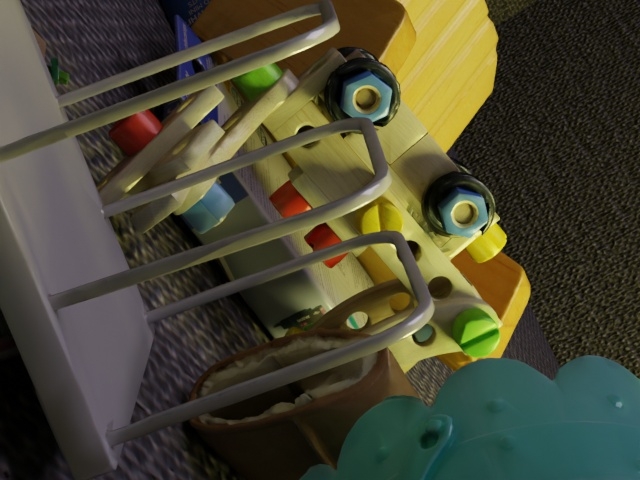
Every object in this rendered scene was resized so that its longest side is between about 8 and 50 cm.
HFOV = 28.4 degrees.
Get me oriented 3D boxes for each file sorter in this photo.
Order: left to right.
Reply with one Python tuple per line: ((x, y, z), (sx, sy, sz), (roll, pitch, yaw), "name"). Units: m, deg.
((-0.073, -0.074, 0.581), (0.193, 0.173, 0.278), (-98, 168, -76), "file sorter")

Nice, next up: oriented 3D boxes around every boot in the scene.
((0.086, 0.157, 0.748), (0.269, 0.236, 0.089), (56, 26, -30), "boot")

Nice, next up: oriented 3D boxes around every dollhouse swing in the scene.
((0.110, -0.126, 1.134), (0.315, 0.305, 0.347), (36, -18, 46), "dollhouse swing")

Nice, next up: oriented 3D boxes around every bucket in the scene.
((0.114, 0.216, 0.611), (0.281, 0.281, 0.183), (53, 14, -30), "bucket")

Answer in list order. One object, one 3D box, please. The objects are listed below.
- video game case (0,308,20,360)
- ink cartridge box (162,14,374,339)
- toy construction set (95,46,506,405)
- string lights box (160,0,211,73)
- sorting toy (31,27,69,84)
((-0.202, -0.037, 0.499), (0.212, 0.023, 0.193), (60, 12, 3), "video game case")
((-0.045, -0.016, 1.000), (0.311, 0.065, 0.186), (57, 11, -27), "ink cartridge box")
((0.000, 0.000, 0.843), (0.328, 0.215, 0.151), (47, 6, -31), "toy construction set")
((-0.098, -0.229, 1.263), (0.260, 0.077, 0.133), (64, 13, 22), "string lights box")
((-0.186, -0.122, 0.795), (0.083, 0.012, 0.062), (48, 11, -30), "sorting toy")
